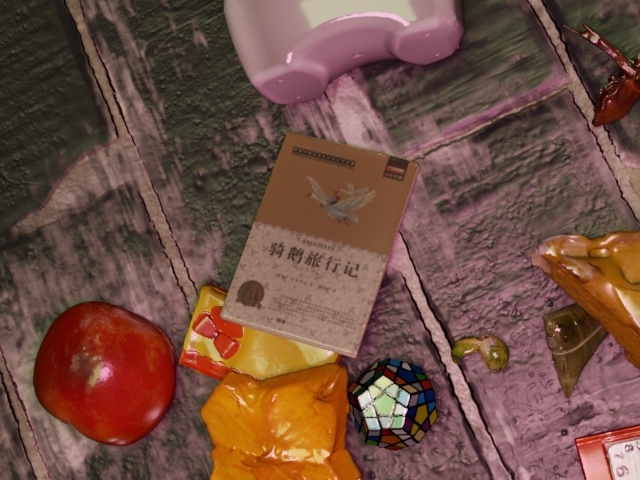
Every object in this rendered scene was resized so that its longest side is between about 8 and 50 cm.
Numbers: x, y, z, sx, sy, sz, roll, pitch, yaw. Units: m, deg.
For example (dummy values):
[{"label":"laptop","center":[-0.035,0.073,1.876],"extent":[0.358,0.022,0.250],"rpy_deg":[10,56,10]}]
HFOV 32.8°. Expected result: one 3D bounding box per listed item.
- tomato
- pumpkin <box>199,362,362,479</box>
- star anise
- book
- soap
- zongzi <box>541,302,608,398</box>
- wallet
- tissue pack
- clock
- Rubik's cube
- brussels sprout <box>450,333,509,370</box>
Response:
[{"label":"tomato","center":[-0.340,0.194,1.645],"extent":[0.233,0.139,0.200],"rpy_deg":[24,83,16]},{"label":"pumpkin","center":[-0.075,0.313,1.571],"extent":[0.290,0.095,0.258],"rpy_deg":[-9,96,18]},{"label":"star anise","center":[0.430,-0.251,1.524],"extent":[0.140,0.144,0.158],"rpy_deg":[-10,46,42]},{"label":"book","center":[0.000,0.000,1.614],"extent":[0.217,0.021,0.310],"rpy_deg":[15,74,15]},{"label":"soap","center":[0.442,0.154,1.408],"extent":[0.304,0.169,0.338],"rpy_deg":[-6,80,-7]},{"label":"zongzi","center":[0.395,0.140,1.533],"extent":[0.154,0.062,0.130],"rpy_deg":[-21,104,-9]},{"label":"wallet","center":[-0.092,0.167,1.626],"extent":[0.241,0.067,0.141],"rpy_deg":[20,90,15]},{"label":"tissue pack","center":[0.030,-0.357,1.578],"extent":[0.333,0.229,0.236],"rpy_deg":[-16,81,11]},{"label":"clock","center":[0.436,0.309,1.484],"extent":[0.155,0.061,0.113],"rpy_deg":[-14,80,8]},{"label":"Rubik's cube","center":[0.102,0.233,1.545],"extent":[0.133,0.133,0.112],"rpy_deg":[35,119,15]},{"label":"brussels sprout","center":[0.230,0.159,1.558],"extent":[0.083,0.046,0.051],"rpy_deg":[10,79,16]}]
